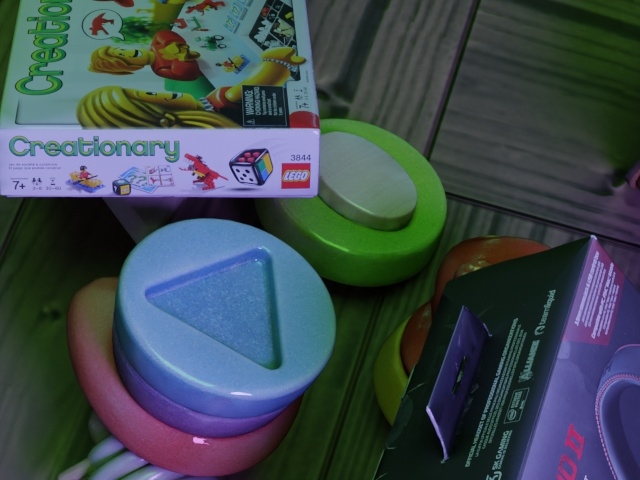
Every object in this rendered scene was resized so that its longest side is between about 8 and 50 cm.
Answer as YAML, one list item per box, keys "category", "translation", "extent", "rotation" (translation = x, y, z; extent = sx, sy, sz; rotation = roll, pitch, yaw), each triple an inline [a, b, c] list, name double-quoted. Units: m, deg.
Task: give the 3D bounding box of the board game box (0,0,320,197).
- category: "board game box"
  translation: [-0.104, -0.122, 1.311]
  extent: [0.193, 0.053, 0.305]
  rotation: [0, 31, -4]

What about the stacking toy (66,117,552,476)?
- category: "stacking toy"
  translation: [0.000, 0.000, 1.228]
  extent: [0.309, 0.130, 0.279]
  rotation: [-2, 51, -23]

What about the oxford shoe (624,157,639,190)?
- category: "oxford shoe"
  translation: [0.312, -0.060, 1.366]
  extent: [0.212, 0.076, 0.076]
  rotation: [-16, 70, -13]

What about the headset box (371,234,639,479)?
- category: "headset box"
  translation: [0.145, 0.159, 1.076]
  extent: [0.293, 0.110, 0.218]
  rotation: [49, 43, -25]

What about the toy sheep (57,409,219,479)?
- category: "toy sheep"
  translation: [-0.102, 0.155, 1.202]
  extent: [0.091, 0.091, 0.132]
  rotation: [-25, 77, -18]
